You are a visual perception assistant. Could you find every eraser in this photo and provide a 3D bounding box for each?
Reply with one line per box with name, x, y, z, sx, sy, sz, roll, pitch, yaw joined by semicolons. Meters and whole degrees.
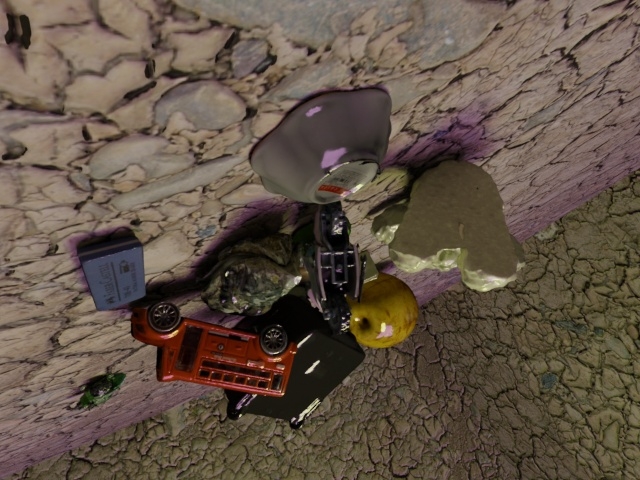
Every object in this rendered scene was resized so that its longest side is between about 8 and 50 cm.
eraser;-0.320;0.055;0.697;0.082;0.036;0.225;-18;161;-28

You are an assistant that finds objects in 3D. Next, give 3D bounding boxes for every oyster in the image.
oyster;-0.127;0.071;0.852;0.162;0.158;0.351;-43;-169;-31

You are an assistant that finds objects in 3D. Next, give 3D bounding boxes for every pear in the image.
pear;0.195;0.243;1.551;0.281;0.280;0.280;-23;162;-8

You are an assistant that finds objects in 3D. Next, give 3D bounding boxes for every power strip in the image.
power strip;-0.141;0.151;1.152;0.227;0.029;0.080;-2;153;-21

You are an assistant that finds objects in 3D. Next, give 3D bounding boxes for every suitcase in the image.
suitcase;-0.069;0.321;1.188;0.339;0.188;0.345;-44;140;5

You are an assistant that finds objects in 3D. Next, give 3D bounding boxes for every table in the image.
table;0.128;0.084;1.319;0.062;0.079;0.083;-23;164;-1

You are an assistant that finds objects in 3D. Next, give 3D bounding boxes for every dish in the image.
dish;0.020;-0.107;0.630;0.230;0.081;0.229;-23;163;-8

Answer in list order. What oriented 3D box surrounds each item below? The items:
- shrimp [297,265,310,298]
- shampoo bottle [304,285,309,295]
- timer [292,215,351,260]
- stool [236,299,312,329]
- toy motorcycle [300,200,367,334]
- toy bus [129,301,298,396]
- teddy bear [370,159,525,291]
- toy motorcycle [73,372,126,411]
shrimp;-0.017;0.114;1.231;0.178;0.075;0.289;-26;165;27
shampoo bottle;-0.097;0.179;1.343;0.191;0.041;0.069;-24;167;-5
timer;0.000;0.000;0.959;0.128;0.047;0.140;-19;159;-19
stool;-0.128;0.321;1.477;0.272;0.178;0.272;-23;160;-9
toy motorcycle;0.010;0.040;0.846;0.108;0.239;0.204;12;180;-13
toy bus;-0.224;0.222;0.907;0.329;0.153;0.143;19;163;-22
teddy bear;0.267;0.024;0.981;0.328;0.375;0.362;14;141;9
toy motorcycle;-0.650;0.450;1.315;0.190;0.074;0.106;-39;167;33
